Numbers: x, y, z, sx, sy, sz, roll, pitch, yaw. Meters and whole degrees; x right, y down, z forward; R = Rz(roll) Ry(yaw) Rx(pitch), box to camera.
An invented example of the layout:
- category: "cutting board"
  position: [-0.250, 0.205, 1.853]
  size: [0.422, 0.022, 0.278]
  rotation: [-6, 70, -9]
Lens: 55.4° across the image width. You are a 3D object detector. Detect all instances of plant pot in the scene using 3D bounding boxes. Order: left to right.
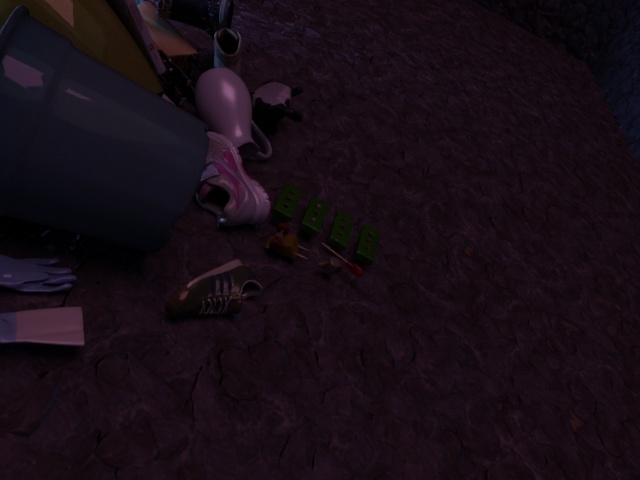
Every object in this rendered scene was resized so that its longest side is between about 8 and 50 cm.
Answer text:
- category: "plant pot"
  position: [-0.470, -0.352, 1.215]
  size: [0.293, 0.275, 0.274]
  rotation: [41, 38, -11]
- category: "plant pot"
  position: [-0.388, -0.150, 1.014]
  size: [0.334, 0.341, 0.341]
  rotation: [22, 40, -26]

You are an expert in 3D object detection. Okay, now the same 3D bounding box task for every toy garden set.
- category: "toy garden set"
  position: [0.000, 0.000, 1.319]
  size: [0.244, 0.049, 0.203]
  rotation: [28, 38, -8]

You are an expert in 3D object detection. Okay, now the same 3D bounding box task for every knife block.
- category: "knife block"
  position: [-0.360, -0.450, 1.496]
  size: [0.242, 0.088, 0.275]
  rotation: [19, 41, -18]

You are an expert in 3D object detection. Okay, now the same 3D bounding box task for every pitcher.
- category: "pitcher"
  position: [-0.197, -0.283, 1.410]
  size: [0.178, 0.126, 0.207]
  rotation: [1, 67, -56]

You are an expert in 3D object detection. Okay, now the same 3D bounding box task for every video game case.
- category: "video game case"
  position: [-0.445, -0.465, 1.305]
  size: [0.227, 0.206, 0.026]
  rotation: [22, 55, 37]

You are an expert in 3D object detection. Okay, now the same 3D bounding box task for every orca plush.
- category: "orca plush"
  position: [-0.101, -0.317, 1.515]
  size: [0.151, 0.102, 0.287]
  rotation: [-19, 27, -17]

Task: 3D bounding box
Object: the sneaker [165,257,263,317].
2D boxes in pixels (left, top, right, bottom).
- category: "sneaker"
  position: [-0.177, 0.099, 1.082]
  size: [0.086, 0.064, 0.192]
  rotation: [39, 37, 14]

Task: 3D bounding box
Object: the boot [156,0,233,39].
- category: "boot"
  position: [-0.311, -0.562, 1.517]
  size: [0.179, 0.085, 0.236]
  rotation: [9, 2, -11]

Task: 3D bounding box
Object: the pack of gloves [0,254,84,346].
- category: "pack of gloves"
  position: [-0.486, 0.094, 0.915]
  size: [0.232, 0.046, 0.195]
  rotation: [9, 34, -31]

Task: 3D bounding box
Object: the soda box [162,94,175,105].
- category: "soda box"
  position: [-0.378, -0.301, 1.356]
  size: [0.183, 0.058, 0.063]
  rotation: [45, 41, 12]

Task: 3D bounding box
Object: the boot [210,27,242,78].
- category: "boot"
  position: [-0.235, -0.459, 1.522]
  size: [0.077, 0.165, 0.213]
  rotation: [-4, 50, -11]

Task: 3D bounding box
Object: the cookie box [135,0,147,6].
- category: "cookie box"
  position: [-0.506, -0.615, 1.561]
  size: [0.107, 0.091, 0.040]
  rotation: [23, 38, -12]

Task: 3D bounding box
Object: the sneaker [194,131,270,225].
- category: "sneaker"
  position: [-0.214, -0.130, 1.260]
  size: [0.111, 0.103, 0.252]
  rotation: [-19, 61, -46]
